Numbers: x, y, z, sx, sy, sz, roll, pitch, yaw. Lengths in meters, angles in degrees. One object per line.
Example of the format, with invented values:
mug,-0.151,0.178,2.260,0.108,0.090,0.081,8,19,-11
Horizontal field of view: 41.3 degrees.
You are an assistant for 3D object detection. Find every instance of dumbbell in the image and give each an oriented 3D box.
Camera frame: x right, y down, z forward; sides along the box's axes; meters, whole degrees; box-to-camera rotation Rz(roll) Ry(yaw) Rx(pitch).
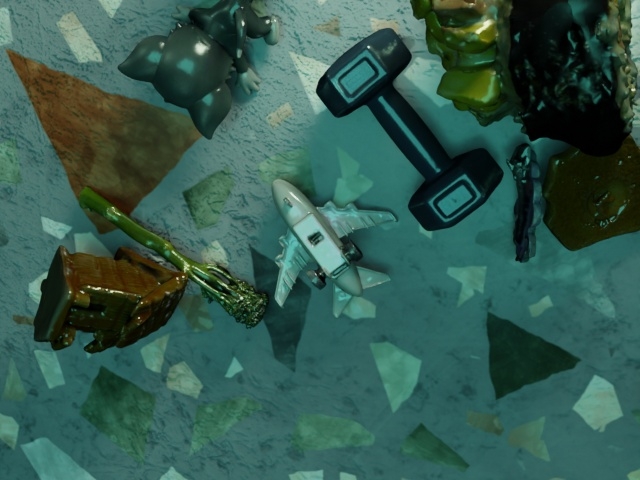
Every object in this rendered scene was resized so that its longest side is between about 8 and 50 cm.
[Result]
dumbbell,0.140,-0.172,1.338,0.316,0.156,0.143,51,137,-6

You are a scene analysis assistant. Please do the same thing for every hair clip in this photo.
hair clip,0.319,-0.056,1.348,0.052,0.124,0.195,0,105,5

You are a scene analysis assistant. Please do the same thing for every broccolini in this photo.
broccolini,-0.265,0.033,1.516,0.392,0.079,0.074,34,119,6

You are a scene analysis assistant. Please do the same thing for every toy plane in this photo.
toy plane,0.000,0.001,1.430,0.251,0.101,0.255,-37,97,5

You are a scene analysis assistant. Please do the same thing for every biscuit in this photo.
biscuit,0.432,-0.091,1.334,0.182,0.034,0.215,-18,121,2

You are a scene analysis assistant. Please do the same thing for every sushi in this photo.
sushi,0.293,-0.286,1.204,0.285,0.328,0.328,-5,121,24

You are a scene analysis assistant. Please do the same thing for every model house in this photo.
model house,-0.362,0.116,1.465,0.229,0.219,0.199,10,121,-22

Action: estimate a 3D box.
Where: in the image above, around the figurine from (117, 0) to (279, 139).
figurine,-0.160,-0.304,1.358,0.265,0.140,0.193,-32,116,30
